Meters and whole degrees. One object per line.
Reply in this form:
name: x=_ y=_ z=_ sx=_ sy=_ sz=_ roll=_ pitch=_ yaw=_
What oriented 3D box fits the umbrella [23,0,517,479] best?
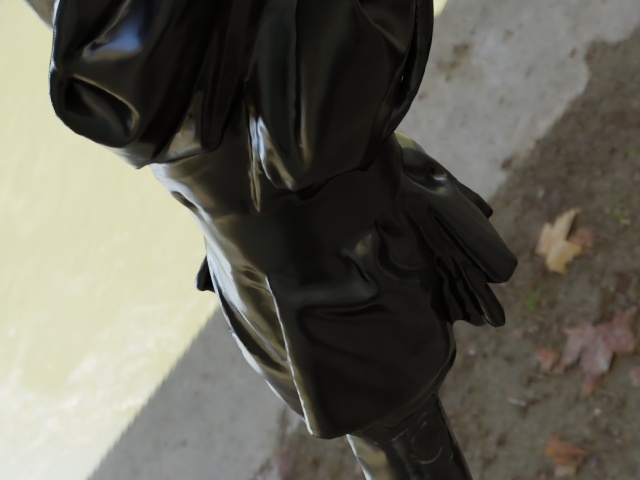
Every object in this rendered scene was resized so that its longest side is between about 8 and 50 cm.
umbrella: x=0.000 y=0.000 z=0.443 sx=0.118 sy=0.340 sz=0.118 roll=-11 pitch=42 yaw=10
